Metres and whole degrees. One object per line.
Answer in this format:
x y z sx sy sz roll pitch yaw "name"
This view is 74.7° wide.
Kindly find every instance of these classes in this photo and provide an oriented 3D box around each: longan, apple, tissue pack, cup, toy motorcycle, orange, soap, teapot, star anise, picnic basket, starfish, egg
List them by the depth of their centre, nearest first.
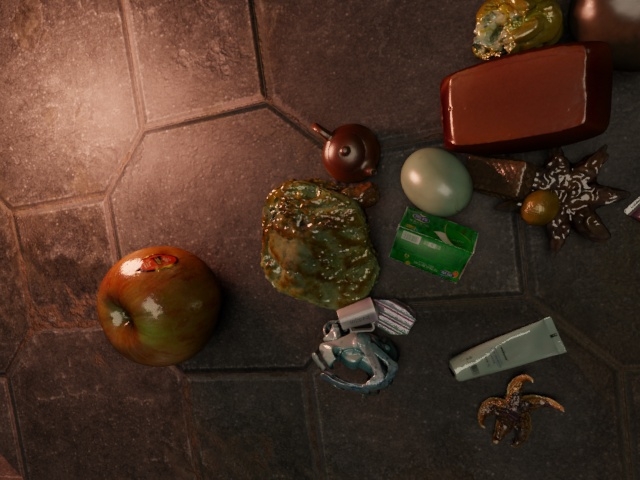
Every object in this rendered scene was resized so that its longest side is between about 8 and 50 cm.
0.721 -0.534 0.946 0.298 0.297 0.297 2 96 17 "longan"
0.543 -0.083 1.038 0.085 0.085 0.095 30 111 12 "orange"
0.622 -0.109 1.106 0.316 0.108 0.315 2 96 17 "star anise"
0.468 -0.173 1.123 0.193 0.055 0.110 26 108 53 "picnic basket"
0.317 -0.159 1.149 0.168 0.168 0.230 -49 46 16 "egg"
0.325 -0.004 1.202 0.209 0.156 0.148 21 137 13 "tissue pack"
0.572 0.489 1.213 0.216 0.071 0.238 3 107 11 "starfish"
0.071 -0.273 1.246 0.252 0.135 0.178 40 101 9 "teapot"
0.117 0.231 1.249 0.116 0.074 0.104 -20 110 2 "cup"
0.106 0.359 1.283 0.260 0.206 0.154 19 140 14 "toy motorcycle"
0.217 0.230 1.294 0.149 0.056 0.100 27 103 13 "soap"
-0.513 0.209 1.388 0.401 0.334 0.399 9 107 33 "apple"

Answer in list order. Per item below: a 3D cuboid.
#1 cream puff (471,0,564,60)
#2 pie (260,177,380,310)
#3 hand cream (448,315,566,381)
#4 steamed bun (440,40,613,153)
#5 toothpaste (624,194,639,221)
0.498 -0.558 1.047 0.195 0.221 0.194 -8 111 -21 "cream puff"
-0.013 0.020 1.277 0.396 0.180 0.417 8 111 16 "pie"
0.529 0.328 1.214 0.321 0.067 0.109 -24 87 13 "hand cream"
0.500 -0.337 1.041 0.380 0.248 0.234 0 96 41 "steamed bun"
0.918 -0.024 1.059 0.266 0.061 0.096 44 107 15 "toothpaste"
